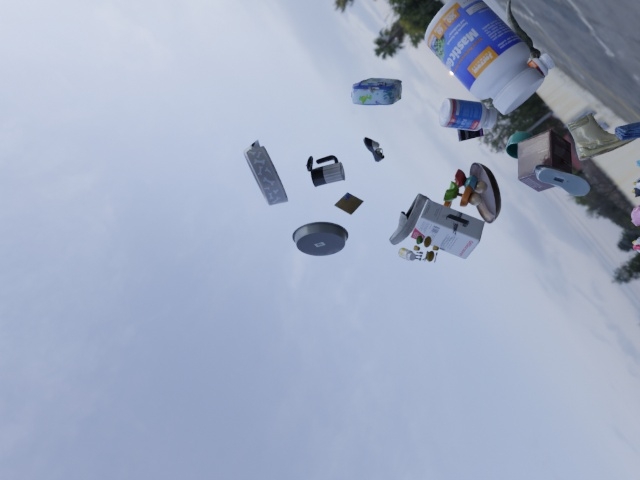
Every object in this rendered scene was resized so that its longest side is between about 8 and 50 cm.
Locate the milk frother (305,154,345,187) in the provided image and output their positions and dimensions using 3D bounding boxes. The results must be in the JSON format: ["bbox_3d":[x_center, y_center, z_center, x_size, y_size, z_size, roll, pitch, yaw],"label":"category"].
[{"bbox_3d":[0.020,-0.303,1.808,0.143,0.135,0.129,-18,-85,-75],"label":"milk frother"}]

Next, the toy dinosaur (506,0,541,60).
[{"bbox_3d":[0.752,-0.782,1.662,0.268,0.118,0.064,49,-143,-16],"label":"toy dinosaur"}]

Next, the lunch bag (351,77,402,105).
[{"bbox_3d":[0.223,-0.594,1.696,0.176,0.090,0.219,9,-151,22],"label":"lunch bag"}]

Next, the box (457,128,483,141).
[{"bbox_3d":[0.844,-0.631,2.406,0.162,0.029,0.116,-17,-77,-18],"label":"box"}]

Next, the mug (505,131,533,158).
[{"bbox_3d":[1.030,-0.483,2.170,0.158,0.130,0.097,37,-112,-31],"label":"mug"}]

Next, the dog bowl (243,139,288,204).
[{"bbox_3d":[-0.282,-0.332,2.155,0.348,0.102,0.348,63,173,14],"label":"dog bowl"}]

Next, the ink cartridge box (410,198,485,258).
[{"bbox_3d":[0.574,-0.047,1.932,0.273,0.197,0.114,24,-115,10],"label":"ink cartridge box"}]

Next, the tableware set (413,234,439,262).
[{"bbox_3d":[0.422,0.032,1.704,0.154,0.103,0.024,10,-174,-42],"label":"tableware set"}]

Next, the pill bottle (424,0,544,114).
[{"bbox_3d":[0.388,-0.435,1.007,0.272,0.152,0.152,54,-148,12],"label":"pill bottle"}]

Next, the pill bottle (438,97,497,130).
[{"bbox_3d":[0.638,-0.541,1.844,0.222,0.124,0.124,4,-136,-6],"label":"pill bottle"}]

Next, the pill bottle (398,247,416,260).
[{"bbox_3d":[0.521,0.085,2.557,0.065,0.065,0.116,32,180,-25],"label":"pill bottle"}]

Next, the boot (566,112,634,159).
[{"bbox_3d":[1.326,-0.515,2.005,0.095,0.262,0.203,6,-114,-69],"label":"boot"}]

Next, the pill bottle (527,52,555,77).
[{"bbox_3d":[0.810,-0.640,1.636,0.086,0.152,0.086,39,-152,-25],"label":"pill bottle"}]

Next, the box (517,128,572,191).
[{"bbox_3d":[1.026,-0.362,1.953,0.169,0.167,0.203,20,-112,-28],"label":"box"}]

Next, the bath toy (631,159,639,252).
[{"bbox_3d":[1.152,-0.105,1.479,0.151,0.129,0.347,-117,22,-76],"label":"bath toy"}]

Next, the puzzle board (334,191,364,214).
[{"bbox_3d":[0.137,-0.176,2.037,0.096,0.011,0.128,30,-132,16],"label":"puzzle board"}]

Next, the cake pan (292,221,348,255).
[{"bbox_3d":[0.000,0.000,2.197,0.293,0.293,0.054,22,-127,-35],"label":"cake pan"}]

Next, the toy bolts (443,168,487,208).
[{"bbox_3d":[0.688,-0.210,2.022,0.159,0.218,0.228,22,-125,20],"label":"toy bolts"}]

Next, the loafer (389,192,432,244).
[{"bbox_3d":[0.471,-0.115,2.309,0.112,0.319,0.112,34,-166,-11],"label":"loafer"}]

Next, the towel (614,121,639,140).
[{"bbox_3d":[0.839,-0.291,1.104,0.067,0.120,0.029,-68,-35,-57],"label":"towel"}]

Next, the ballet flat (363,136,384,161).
[{"bbox_3d":[0.308,-0.517,2.394,0.203,0.074,0.074,45,-155,-48],"label":"ballet flat"}]

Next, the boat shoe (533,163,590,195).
[{"bbox_3d":[0.837,-0.217,1.480,0.184,0.065,0.083,23,-151,2],"label":"boat shoe"}]

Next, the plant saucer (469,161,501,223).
[{"bbox_3d":[0.803,-0.235,2.068,0.310,0.050,0.310,-15,-90,-87],"label":"plant saucer"}]
